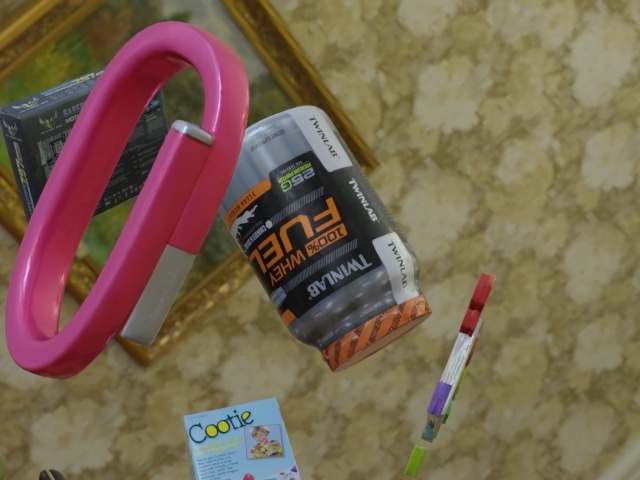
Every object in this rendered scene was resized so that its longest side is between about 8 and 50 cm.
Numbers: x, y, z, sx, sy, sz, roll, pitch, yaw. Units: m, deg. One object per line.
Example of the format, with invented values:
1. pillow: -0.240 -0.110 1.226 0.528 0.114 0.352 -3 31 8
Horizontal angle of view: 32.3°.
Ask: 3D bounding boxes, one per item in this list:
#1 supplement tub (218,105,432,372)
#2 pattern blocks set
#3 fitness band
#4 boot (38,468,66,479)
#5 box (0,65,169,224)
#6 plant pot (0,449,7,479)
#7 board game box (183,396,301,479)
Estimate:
1. supplement tub: 0.000 0.000 1.441 0.316 0.194 0.193 58 -6 11
2. pattern blocks set: 0.174 0.174 1.435 0.026 0.285 0.325 22 -2 9
3. fitness band: -0.155 -0.031 0.843 0.054 0.290 0.209 25 3 -36
4. boot: -0.341 0.418 1.751 0.198 0.137 0.077 50 -31 12
5. box: -0.317 -0.134 1.542 0.059 0.233 0.183 22 -49 40
6. plant pot: -0.637 0.256 1.558 0.353 0.366 0.366 60 -12 -20
7. board game box: -0.097 0.384 1.567 0.142 0.144 0.275 92 -16 -46
